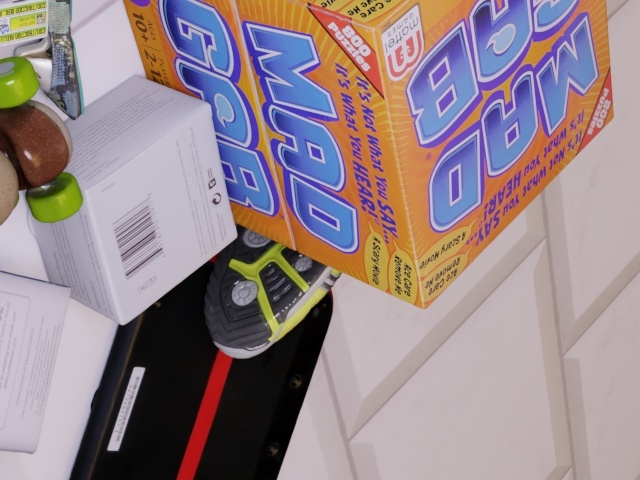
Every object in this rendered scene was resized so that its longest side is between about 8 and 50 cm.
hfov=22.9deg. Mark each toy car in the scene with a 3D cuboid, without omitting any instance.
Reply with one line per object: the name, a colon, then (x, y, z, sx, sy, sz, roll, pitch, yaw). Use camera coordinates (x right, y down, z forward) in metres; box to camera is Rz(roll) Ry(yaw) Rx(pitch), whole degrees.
toy car: (-0.323, -0.052, 1.412, 0.188, 0.149, 0.155, -57, 140, -46)

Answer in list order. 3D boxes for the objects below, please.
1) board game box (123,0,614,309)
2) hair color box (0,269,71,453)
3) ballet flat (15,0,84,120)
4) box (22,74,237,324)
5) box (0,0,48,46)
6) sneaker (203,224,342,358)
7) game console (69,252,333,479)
board game box: (0.056, -0.220, 1.663, 0.356, 0.356, 0.357, -43, 139, -29)
hair color box: (-0.397, 0.092, 1.451, 0.347, 0.105, 0.174, 19, 81, -55)
ballet flat: (-0.268, -0.200, 1.521, 0.070, 0.070, 0.188, -29, 129, -40)
box: (-0.199, -0.044, 1.640, 0.182, 0.119, 0.181, -40, 137, -33)
box: (-0.333, -0.202, 1.297, 0.114, 0.207, 0.036, -21, 126, -44)
sneaker: (0.000, 0.000, 1.866, 0.385, 0.145, 0.147, -55, 146, -30)
game console: (-0.149, 0.199, 1.918, 0.342, 0.060, 0.387, 9, 102, -48)
